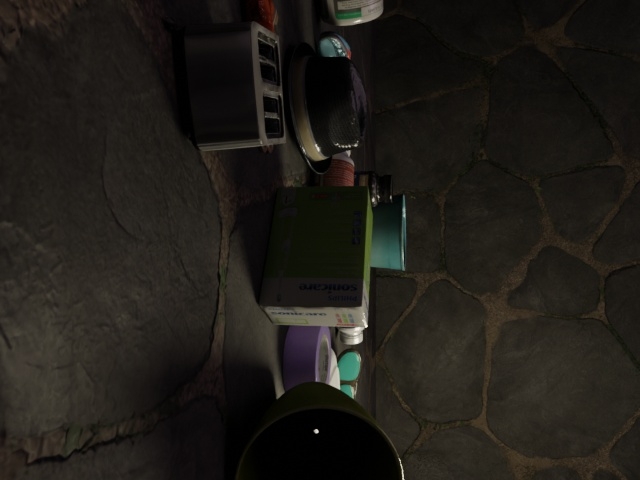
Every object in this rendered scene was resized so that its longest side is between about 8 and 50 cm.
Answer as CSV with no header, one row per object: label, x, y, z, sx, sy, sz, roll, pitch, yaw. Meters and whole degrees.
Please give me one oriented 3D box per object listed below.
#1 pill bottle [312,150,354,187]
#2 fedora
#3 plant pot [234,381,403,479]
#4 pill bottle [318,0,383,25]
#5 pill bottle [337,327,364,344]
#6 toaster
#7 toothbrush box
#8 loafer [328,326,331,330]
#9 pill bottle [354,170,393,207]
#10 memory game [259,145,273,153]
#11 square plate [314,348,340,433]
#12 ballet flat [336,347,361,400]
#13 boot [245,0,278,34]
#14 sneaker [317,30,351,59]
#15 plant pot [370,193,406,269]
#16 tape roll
pill bottle,0.039,-0.181,1.420,0.121,0.121,0.216,55,36,-69
fedora,0.032,-0.344,1.237,0.334,0.153,0.334,-4,90,-69
plant pot,-0.008,0.388,0.921,0.293,0.275,0.274,-124,-147,-85
pill bottle,0.077,-0.857,1.435,0.204,0.204,0.361,-77,163,-47
pill bottle,0.110,0.276,1.757,0.112,0.112,0.186,-48,136,-73
toaster,-0.122,-0.218,0.691,0.185,0.110,0.168,-47,134,-73
toothbrush box,0.001,0.031,1.029,0.122,0.206,0.283,71,21,-58
loafer,-0.011,0.264,1.345,0.061,0.062,0.170,54,27,-31
pill bottle,0.129,-0.171,1.607,0.123,0.219,0.122,0,90,-78
memory game,-0.113,-0.268,0.973,0.186,0.012,0.186,-1,90,-78
square plate,0.017,0.547,1.458,0.344,0.049,0.347,-45,133,-74
ballet flat,0.090,0.490,1.732,0.096,0.095,0.280,-87,-178,-69
boot,-0.116,-0.406,0.874,0.084,0.059,0.158,67,17,-54
sneaker,0.043,-0.515,1.506,0.262,0.104,0.125,76,20,-46
plant pot,0.174,-0.027,1.727,0.272,0.255,0.271,-1,90,-77
tape roll,-0.029,0.293,1.179,0.189,0.080,0.189,0,90,-77
